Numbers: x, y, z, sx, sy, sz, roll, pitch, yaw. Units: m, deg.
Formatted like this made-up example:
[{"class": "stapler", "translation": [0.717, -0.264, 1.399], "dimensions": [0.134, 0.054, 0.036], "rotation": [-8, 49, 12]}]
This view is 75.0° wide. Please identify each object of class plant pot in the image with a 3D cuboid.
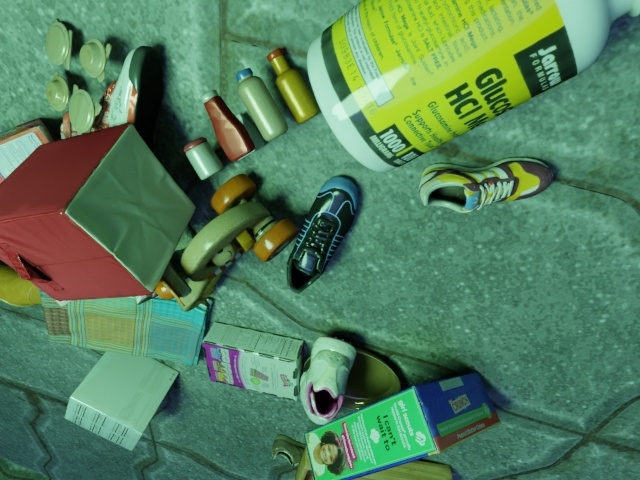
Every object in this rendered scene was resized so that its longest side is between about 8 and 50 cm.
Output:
[{"class": "plant pot", "translation": [0.075, 0.328, 1.003], "dimensions": [0.236, 0.032, 0.236], "rotation": [8, 128, 11]}]

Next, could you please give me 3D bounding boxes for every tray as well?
[{"class": "tray", "translation": [0.141, 0.685, 1.195], "dimensions": [0.410, 0.076, 0.203], "rotation": [10, 129, -4]}]

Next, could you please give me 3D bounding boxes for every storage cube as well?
[{"class": "storage cube", "translation": [-0.344, -0.034, 0.633], "dimensions": [0.193, 0.215, 0.184], "rotation": [-6, 137, 20]}]

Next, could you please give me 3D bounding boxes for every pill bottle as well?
[{"class": "pill bottle", "translation": [0.165, -0.225, 0.446], "dimensions": [0.333, 0.188, 0.188], "rotation": [-25, 116, 31]}]

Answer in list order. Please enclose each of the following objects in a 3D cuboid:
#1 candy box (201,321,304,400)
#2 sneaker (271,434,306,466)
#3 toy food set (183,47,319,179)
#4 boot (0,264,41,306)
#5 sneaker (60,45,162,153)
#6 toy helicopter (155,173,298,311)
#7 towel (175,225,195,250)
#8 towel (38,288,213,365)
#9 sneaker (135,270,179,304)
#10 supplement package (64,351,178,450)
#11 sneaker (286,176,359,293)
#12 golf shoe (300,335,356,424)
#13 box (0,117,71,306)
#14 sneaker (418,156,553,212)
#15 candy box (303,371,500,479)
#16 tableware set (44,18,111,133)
[{"class": "candy box", "translation": [-0.159, 0.296, 1.022], "dimensions": [0.233, 0.071, 0.159], "rotation": [11, 129, 10]}, {"class": "sneaker", "translation": [-0.060, 0.665, 1.278], "dimensions": [0.188, 0.071, 0.066], "rotation": [18, 130, 3]}, {"class": "toy food set", "translation": [-0.130, -0.179, 0.626], "dimensions": [0.232, 0.111, 0.105], "rotation": [-21, 106, 30]}, {"class": "boot", "translation": [-0.647, 0.082, 0.997], "dimensions": [0.295, 0.104, 0.211], "rotation": [29, 124, -13]}, {"class": "sneaker", "translation": [-0.348, -0.203, 0.681], "dimensions": [0.144, 0.090, 0.270], "rotation": [22, 132, -4]}, {"class": "toy helicopter", "translation": [-0.208, 0.056, 0.758], "dimensions": [0.140, 0.235, 0.355], "rotation": [46, 139, 4]}, {"class": "towel", "translation": [-0.334, -0.017, 0.862], "dimensions": [0.148, 0.027, 0.110], "rotation": [-15, 122, 26]}, {"class": "towel", "translation": [-0.462, 0.201, 1.001], "dimensions": [0.370, 0.040, 0.271], "rotation": [12, 131, -12]}, {"class": "sneaker", "translation": [-0.336, 0.070, 0.859], "dimensions": [0.072, 0.178, 0.077], "rotation": [-24, 94, -5]}, {"class": "supplement package", "translation": [-0.548, 0.428, 1.162], "dimensions": [0.203, 0.194, 0.149], "rotation": [32, 128, -8]}, {"class": "sneaker", "translation": [0.000, 0.000, 0.732], "dimensions": [0.081, 0.090, 0.232], "rotation": [23, 130, -2]}, {"class": "golf shoe", "translation": [0.001, 0.347, 0.931], "dimensions": [0.115, 0.140, 0.306], "rotation": [12, 130, 6]}, {"class": "box", "translation": [-0.501, -0.053, 0.774], "dimensions": [0.142, 0.154, 0.300], "rotation": [33, 150, 52]}, {"class": "sneaker", "translation": [0.239, -0.073, 0.609], "dimensions": [0.185, 0.084, 0.070], "rotation": [-2, 126, 19]}, {"class": "candy box", "translation": [0.169, 0.396, 0.877], "dimensions": [0.268, 0.122, 0.317], "rotation": [11, 139, -44]}, {"class": "tableware set", "translation": [-0.383, -0.252, 0.646], "dimensions": [0.168, 0.020, 0.141], "rotation": [32, 112, 24]}]
